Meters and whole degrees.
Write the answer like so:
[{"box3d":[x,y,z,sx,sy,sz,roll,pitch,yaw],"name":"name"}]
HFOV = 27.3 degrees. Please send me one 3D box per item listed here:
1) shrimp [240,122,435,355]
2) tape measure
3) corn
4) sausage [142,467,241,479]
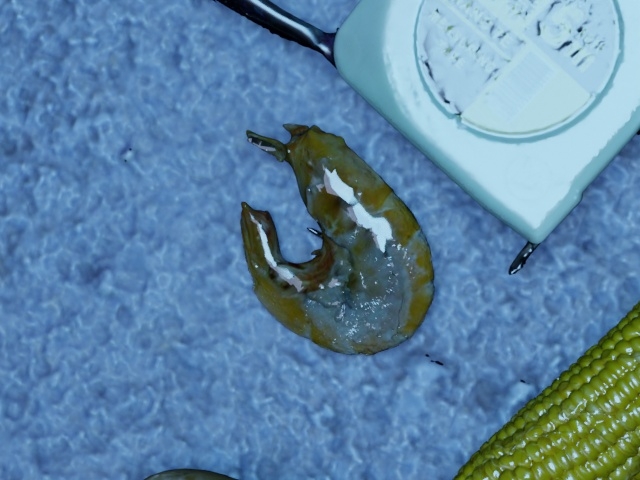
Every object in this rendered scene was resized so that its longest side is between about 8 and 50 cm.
[{"box3d":[0.000,0.000,0.945,0.132,0.051,0.187,-32,87,9],"name":"shrimp"},{"box3d":[0.078,-0.168,0.904,0.351,0.098,0.215,42,100,5],"name":"tape measure"},{"box3d":[0.201,0.117,0.883,0.106,0.106,0.293,45,98,7],"name":"corn"},{"box3d":[0.081,0.292,0.896,0.501,0.123,0.136,26,106,9],"name":"sausage"}]
